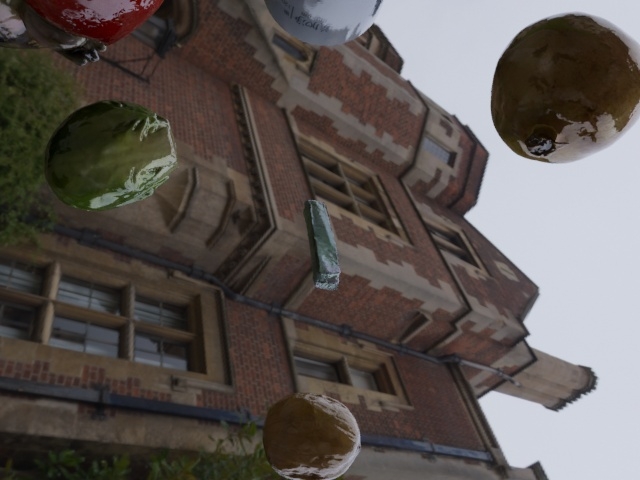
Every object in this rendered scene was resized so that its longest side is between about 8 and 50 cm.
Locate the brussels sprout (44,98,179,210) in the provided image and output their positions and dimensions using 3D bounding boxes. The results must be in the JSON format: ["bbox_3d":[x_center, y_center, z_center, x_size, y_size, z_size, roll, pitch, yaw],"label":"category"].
[{"bbox_3d":[-0.291,-0.120,0.716,0.161,0.180,0.144,26,-45,64],"label":"brussels sprout"}]

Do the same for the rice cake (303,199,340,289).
[{"bbox_3d":[0.000,0.000,0.855,0.211,0.043,0.034,-99,-152,-51],"label":"rice cake"}]

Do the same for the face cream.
[{"bbox_3d":[0.005,-0.186,0.348,0.095,0.091,0.091,171,-60,-83],"label":"face cream"}]

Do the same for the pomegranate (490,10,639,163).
[{"bbox_3d":[0.495,-0.298,1.052,0.319,0.319,0.319,-29,-131,41],"label":"pomegranate"}]

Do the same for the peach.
[{"bbox_3d":[-0.246,-0.309,0.542,0.197,0.197,0.198,-29,-131,41],"label":"peach"}]

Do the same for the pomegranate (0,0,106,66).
[{"bbox_3d":[-0.441,-0.395,0.782,0.285,0.285,0.341,-45,-104,28],"label":"pomegranate"}]

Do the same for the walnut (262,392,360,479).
[{"bbox_3d":[-0.019,0.437,1.142,0.195,0.221,0.196,12,90,-89],"label":"walnut"}]
